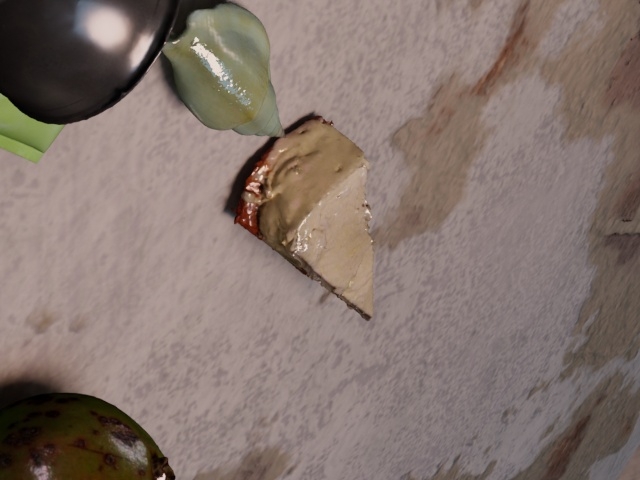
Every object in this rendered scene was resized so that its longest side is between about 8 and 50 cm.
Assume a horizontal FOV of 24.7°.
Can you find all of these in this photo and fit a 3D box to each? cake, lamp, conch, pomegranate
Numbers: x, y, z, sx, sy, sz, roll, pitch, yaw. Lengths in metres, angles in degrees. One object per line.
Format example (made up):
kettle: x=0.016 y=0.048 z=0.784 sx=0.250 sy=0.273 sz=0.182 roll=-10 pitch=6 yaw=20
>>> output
cake: x=-0.014 y=0.009 z=1.291 sx=0.117 sy=0.086 sz=0.220 roll=-35 pitch=147 yaw=-29
lamp: x=-0.207 y=-0.165 z=0.796 sx=0.172 sy=0.147 sz=0.227 roll=-35 pitch=147 yaw=20
conch: x=-0.063 y=-0.124 z=1.096 sx=0.088 sy=0.065 sz=0.180 roll=-49 pitch=145 yaw=-2
pomegranate: x=-0.226 y=0.224 z=1.159 sx=0.248 sy=0.202 sz=0.202 roll=-26 pitch=154 yaw=14

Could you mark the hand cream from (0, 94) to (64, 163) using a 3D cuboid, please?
hand cream: x=-0.166 y=-0.131 z=0.965 sx=0.175 sy=0.046 sz=0.095 roll=-49 pitch=153 yaw=10
